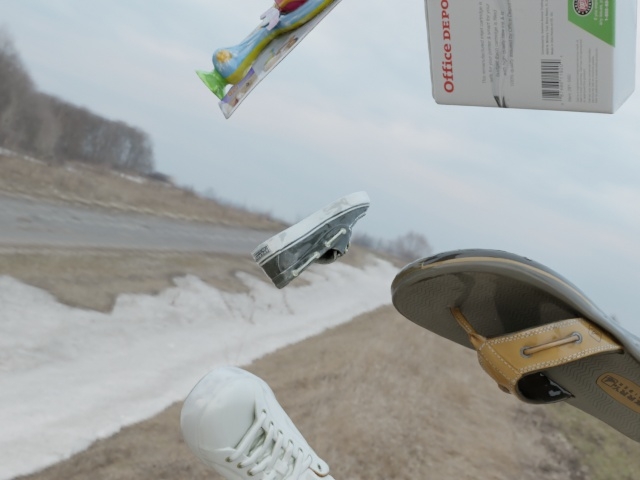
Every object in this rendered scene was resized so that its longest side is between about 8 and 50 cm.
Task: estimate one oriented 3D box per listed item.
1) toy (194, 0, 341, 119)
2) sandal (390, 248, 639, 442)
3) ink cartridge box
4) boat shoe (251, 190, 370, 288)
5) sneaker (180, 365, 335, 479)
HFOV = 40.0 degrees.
[{"bbox_3d":[-0.027,-0.225,0.787,0.056,0.237,0.137,38,11,-27],"label":"toy"},{"bbox_3d":[0.144,0.078,0.555,0.219,0.090,0.060,33,44,-6],"label":"sandal"},{"bbox_3d":[0.240,-0.238,1.009,0.219,0.160,0.092,10,30,33],"label":"ink cartridge box"},{"bbox_3d":[0.000,0.000,1.196,0.219,0.070,0.078,-32,-3,-40],"label":"boat shoe"},{"bbox_3d":[-0.044,0.232,0.938,0.123,0.106,0.290,23,-24,34],"label":"sneaker"}]
